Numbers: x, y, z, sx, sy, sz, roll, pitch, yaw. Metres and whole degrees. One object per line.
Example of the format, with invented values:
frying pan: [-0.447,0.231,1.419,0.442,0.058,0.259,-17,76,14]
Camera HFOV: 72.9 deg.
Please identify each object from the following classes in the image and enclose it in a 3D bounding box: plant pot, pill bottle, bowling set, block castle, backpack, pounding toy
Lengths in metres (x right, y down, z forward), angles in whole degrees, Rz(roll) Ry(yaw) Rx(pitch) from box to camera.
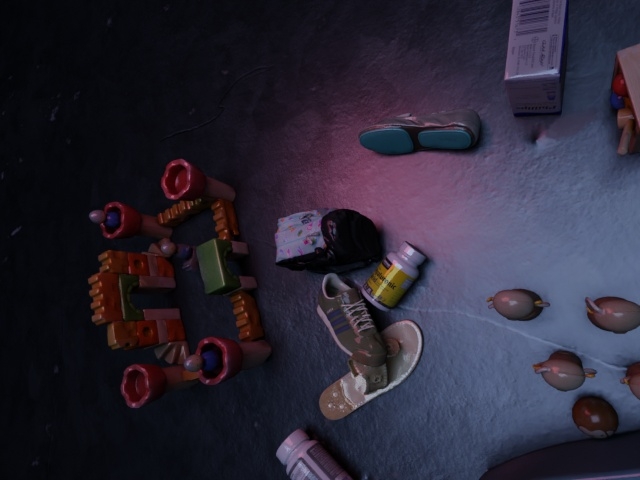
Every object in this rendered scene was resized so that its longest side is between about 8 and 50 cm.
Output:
plant pot: [0.321,0.356,0.542,0.234,0.166,0.165,-26,71,32]
pill bottle: [0.128,0.060,0.746,0.065,0.065,0.116,42,103,28]
bowling set: [0.367,0.158,0.541,0.287,0.154,0.199,-4,81,30]
pill bottle: [-0.011,0.409,0.768,0.137,0.078,0.078,38,102,29]
block castle: [-0.313,0.090,0.912,0.303,0.213,0.452,-24,72,26]
backpack: [0.000,0.000,0.796,0.182,0.152,0.115,-12,71,41]
pounding toy: [0.427,-0.174,0.568,0.100,0.130,0.141,-13,77,28]

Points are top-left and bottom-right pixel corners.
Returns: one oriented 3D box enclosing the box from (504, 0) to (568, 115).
box: [0.321,-0.268,0.638,0.072,0.137,0.126,6,86,29]

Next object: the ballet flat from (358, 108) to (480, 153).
ballet flat: [0.173,-0.195,0.766,0.213,0.072,0.068,6,59,30]

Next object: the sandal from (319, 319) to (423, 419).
sandal: [0.076,0.232,0.742,0.240,0.079,0.088,-47,63,16]

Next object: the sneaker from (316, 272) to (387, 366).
sneaker: [0.049,0.124,0.737,0.192,0.064,0.086,41,133,53]
